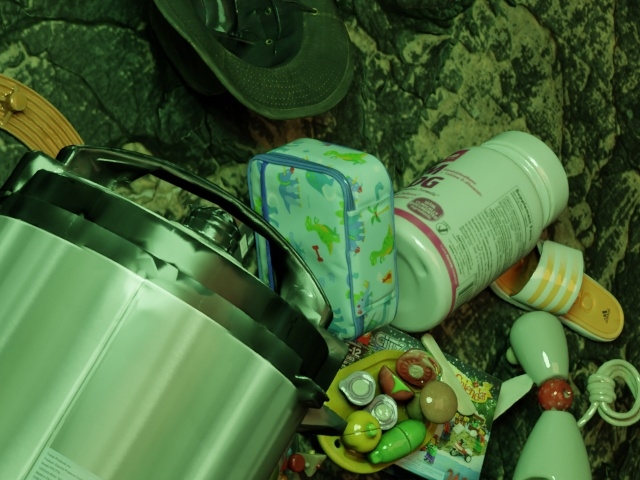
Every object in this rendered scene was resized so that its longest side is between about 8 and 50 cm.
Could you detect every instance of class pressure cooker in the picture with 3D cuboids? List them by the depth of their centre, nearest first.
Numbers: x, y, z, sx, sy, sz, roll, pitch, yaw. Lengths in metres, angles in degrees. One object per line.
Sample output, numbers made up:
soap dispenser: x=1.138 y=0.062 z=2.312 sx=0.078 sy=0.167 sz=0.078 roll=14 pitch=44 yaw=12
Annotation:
pressure cooker: x=-0.193 y=0.131 z=1.634 sx=0.420 sy=0.375 sz=0.370 roll=-60 pitch=142 yaw=-12

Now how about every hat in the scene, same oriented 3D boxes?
hat: x=-0.117 y=-0.261 z=1.975 sx=0.331 sy=0.134 sz=0.331 roll=27 pitch=46 yaw=-32

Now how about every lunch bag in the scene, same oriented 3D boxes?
lunch bag: x=0.000 y=0.000 z=1.964 sx=0.090 sy=0.176 sz=0.219 roll=-24 pitch=120 yaw=-39

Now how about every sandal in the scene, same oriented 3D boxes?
sandal: x=0.332 y=0.057 z=2.295 sx=0.265 sy=0.076 sz=0.102 roll=25 pitch=66 yaw=-32

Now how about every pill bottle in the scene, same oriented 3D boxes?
pill bottle: x=0.174 y=-0.019 z=2.134 sx=0.283 sy=0.160 sz=0.160 roll=-34 pitch=102 yaw=-38

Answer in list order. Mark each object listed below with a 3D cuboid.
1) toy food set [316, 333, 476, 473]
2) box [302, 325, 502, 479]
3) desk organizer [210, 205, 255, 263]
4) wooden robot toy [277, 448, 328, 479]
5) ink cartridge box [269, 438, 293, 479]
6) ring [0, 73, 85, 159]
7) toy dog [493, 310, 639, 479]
toy food set: x=0.097 y=0.187 z=2.014 sx=0.218 sy=0.071 sz=0.128 roll=-25 pitch=90 yaw=-32
box: x=0.100 y=0.201 z=2.082 sx=0.233 sy=0.044 sz=0.159 roll=26 pitch=66 yaw=-21
desk organizer: x=-0.123 y=0.017 z=1.963 sx=0.130 sy=0.050 sz=0.047 roll=-61 pitch=152 yaw=-46
wooden robot toy: x=-0.067 y=0.276 z=1.945 sx=0.173 sy=0.076 sz=0.079 roll=5 pitch=88 yaw=-37
ink cartridge box: x=-0.138 y=0.203 z=1.878 sx=0.209 sy=0.062 sz=0.109 roll=18 pitch=64 yaw=8
ring: x=-0.361 y=-0.023 z=1.800 sx=0.336 sy=0.032 sz=0.337 roll=9 pitch=76 yaw=-37
toy dog: x=0.274 y=0.274 z=2.186 sx=0.220 sy=0.161 sz=0.334 roll=33 pitch=49 yaw=-20
